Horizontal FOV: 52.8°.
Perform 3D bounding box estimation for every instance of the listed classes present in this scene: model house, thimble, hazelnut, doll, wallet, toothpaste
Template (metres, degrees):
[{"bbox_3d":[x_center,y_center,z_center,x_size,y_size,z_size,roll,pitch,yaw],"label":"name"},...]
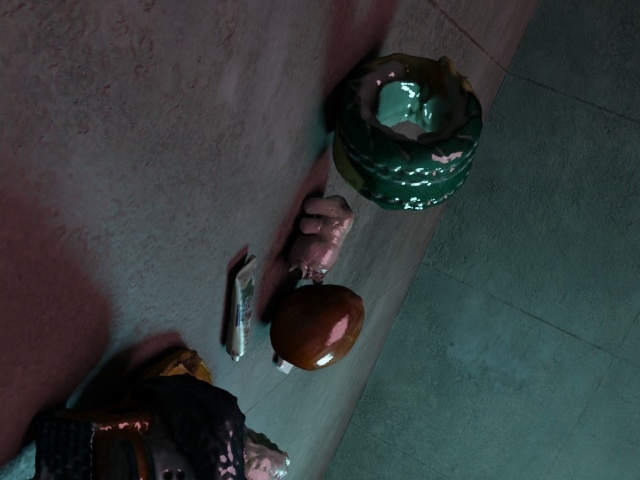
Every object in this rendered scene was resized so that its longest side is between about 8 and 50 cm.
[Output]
[{"bbox_3d":[-0.243,0.297,0.719,0.291,0.184,0.253,2,90,-38],"label":"model house"},{"bbox_3d":[0.157,-0.198,1.145,0.288,0.254,0.167,-56,164,-33],"label":"thimble"},{"bbox_3d":[-0.001,0.175,1.347,0.214,0.176,0.214,-31,-175,3],"label":"hazelnut"},{"bbox_3d":[0.000,0.000,1.259,0.192,0.095,0.149,-68,167,5],"label":"doll"},{"bbox_3d":[-0.054,0.240,1.586,0.183,0.032,0.124,-62,164,-14],"label":"wallet"},{"bbox_3d":[-0.161,0.420,1.191,0.185,0.211,0.149,10,-113,59],"label":"thimble"},{"bbox_3d":[-0.140,0.129,1.117,0.060,0.038,0.233,-49,156,-49],"label":"toothpaste"}]

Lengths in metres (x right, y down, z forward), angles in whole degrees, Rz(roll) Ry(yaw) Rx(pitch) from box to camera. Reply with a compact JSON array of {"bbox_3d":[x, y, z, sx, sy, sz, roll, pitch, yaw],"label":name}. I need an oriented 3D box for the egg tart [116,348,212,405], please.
[{"bbox_3d":[-0.231,0.300,0.956,0.290,0.115,0.290,-57,163,-28],"label":"egg tart"}]
